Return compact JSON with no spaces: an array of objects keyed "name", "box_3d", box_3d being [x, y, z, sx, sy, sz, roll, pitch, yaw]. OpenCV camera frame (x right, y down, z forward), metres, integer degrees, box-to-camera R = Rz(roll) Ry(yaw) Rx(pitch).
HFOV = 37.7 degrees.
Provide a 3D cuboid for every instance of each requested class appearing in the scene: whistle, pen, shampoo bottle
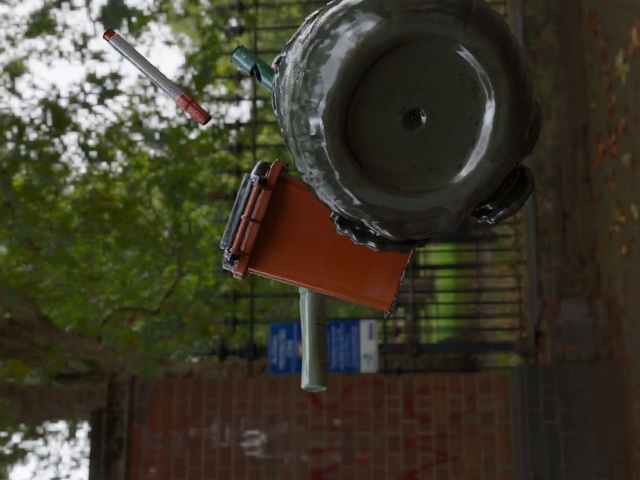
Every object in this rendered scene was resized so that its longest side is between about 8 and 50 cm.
[{"name":"whistle","box_3d":[-0.076,-0.268,1.612,0.039,0.186,0.039,-48,-12,-13]},{"name":"pen","box_3d":[-0.286,-0.286,1.643,0.028,0.239,0.028,-49,-2,-2]},{"name":"shampoo bottle","box_3d":[-0.013,0.185,1.824,0.072,0.049,0.212,29,-127,-51]}]

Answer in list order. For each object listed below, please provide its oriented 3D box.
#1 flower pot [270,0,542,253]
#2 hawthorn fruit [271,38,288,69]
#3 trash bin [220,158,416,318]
[{"name":"flower pot","box_3d":[0.096,-0.141,1.054,0.213,0.302,0.302,-117,23,-70]},{"name":"hawthorn fruit","box_3d":[-0.051,-0.340,1.926,0.140,0.125,0.125,54,-163,-15]},{"name":"trash bin","box_3d":[0.000,0.000,1.212,0.184,0.239,0.161,-39,-31,-85]}]
